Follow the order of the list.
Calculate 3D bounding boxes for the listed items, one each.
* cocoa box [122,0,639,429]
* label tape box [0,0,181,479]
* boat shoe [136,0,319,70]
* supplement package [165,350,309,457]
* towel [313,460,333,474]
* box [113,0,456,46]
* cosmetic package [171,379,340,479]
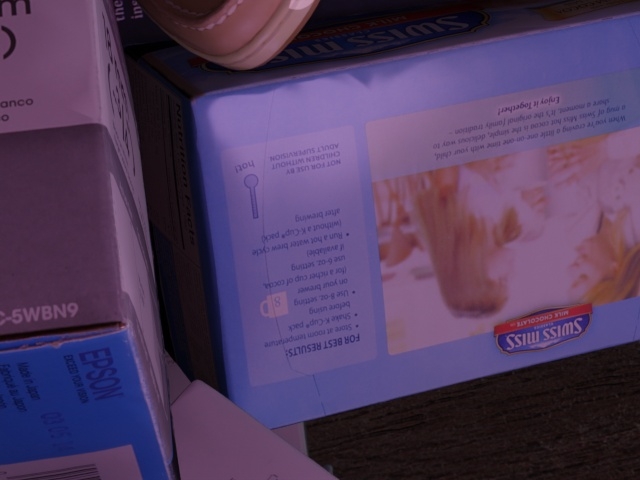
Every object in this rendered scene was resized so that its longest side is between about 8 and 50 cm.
[{"bbox_3d":[0.058,-0.043,1.231,0.228,0.347,0.231,-140,-139,-65],"label":"cocoa box"},{"bbox_3d":[-0.137,-0.059,0.817,0.240,0.106,0.334,88,-7,-65],"label":"label tape box"},{"bbox_3d":[-0.093,-0.192,0.841,0.098,0.109,0.302,20,30,-45],"label":"boat shoe"},{"bbox_3d":[-0.111,0.077,1.496,0.175,0.177,0.293,-100,-177,-50],"label":"supplement package"},{"bbox_3d":[-0.061,0.367,1.562,0.237,0.037,0.329,-111,-135,-74],"label":"towel"},{"bbox_3d":[-0.042,-0.276,1.260,0.293,0.395,0.212,-104,-173,-71],"label":"box"},{"bbox_3d":[-0.033,0.279,1.171,0.217,0.156,0.385,33,-26,22],"label":"cosmetic package"}]
